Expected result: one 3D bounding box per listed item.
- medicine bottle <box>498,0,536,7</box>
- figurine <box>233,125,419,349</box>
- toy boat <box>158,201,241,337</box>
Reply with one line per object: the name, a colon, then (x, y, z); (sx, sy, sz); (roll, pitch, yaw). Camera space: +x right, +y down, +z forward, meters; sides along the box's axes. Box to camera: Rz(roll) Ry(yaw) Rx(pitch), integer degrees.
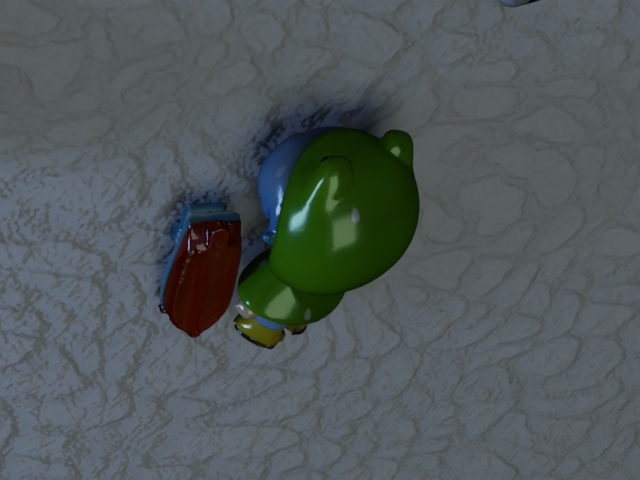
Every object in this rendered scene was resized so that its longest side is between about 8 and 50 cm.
medicine bottle: (0.231, -0.274, 1.443); (0.191, 0.107, 0.107); (-18, 135, -7)
figurine: (0.000, 0.000, 1.580); (0.162, 0.143, 0.263); (-19, 150, -38)
toy boat: (-0.116, 0.028, 1.607); (0.069, 0.059, 0.173); (-4, 138, -19)
